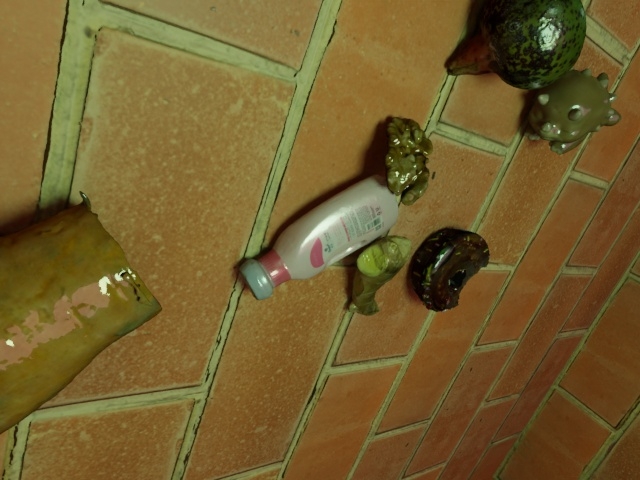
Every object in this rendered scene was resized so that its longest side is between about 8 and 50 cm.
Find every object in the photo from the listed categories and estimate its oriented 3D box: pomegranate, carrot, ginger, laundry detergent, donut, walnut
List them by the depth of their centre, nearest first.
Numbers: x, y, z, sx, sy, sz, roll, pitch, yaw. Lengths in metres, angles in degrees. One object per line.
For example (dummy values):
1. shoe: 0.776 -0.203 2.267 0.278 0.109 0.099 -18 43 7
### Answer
1. carrot: -0.399 0.109 0.578 0.340 0.224 0.224 -36 134 -19
2. pomegranate: 0.361 -0.382 0.861 0.247 0.215 0.214 -17 139 22
3. walnut: 0.174 -0.158 0.878 0.142 0.069 0.171 32 59 -47
4. laundry detergent: 0.000 0.000 0.891 0.335 0.088 0.159 -32 139 -14
5. ginger: 0.125 0.086 1.022 0.131 0.086 0.295 -33 153 -26
6. donut: 0.323 0.070 1.172 0.216 0.096 0.231 15 109 -39

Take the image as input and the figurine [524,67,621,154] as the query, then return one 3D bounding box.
1. figurine: 0.600 -0.326 1.062 0.247 0.177 0.173 -22 148 -10
